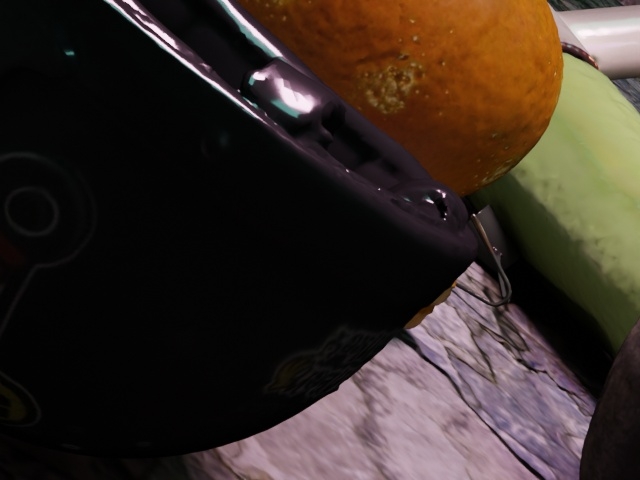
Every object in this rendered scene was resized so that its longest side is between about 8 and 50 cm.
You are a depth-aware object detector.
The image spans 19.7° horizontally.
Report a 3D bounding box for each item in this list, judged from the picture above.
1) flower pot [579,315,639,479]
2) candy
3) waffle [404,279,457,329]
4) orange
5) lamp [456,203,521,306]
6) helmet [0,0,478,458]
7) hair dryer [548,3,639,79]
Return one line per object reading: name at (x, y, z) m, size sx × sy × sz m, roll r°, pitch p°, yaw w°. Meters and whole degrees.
flower pot at (0.222, 0.099, 0.908) m, size 0.148 × 0.235 × 0.235 m, roll 26°, pitch 9°, yaw 27°
candy at (0.204, 0.005, 1.181) m, size 0.343 × 0.132 × 0.142 m, roll 53°, pitch -16°, yaw 39°
waffle at (0.000, 0.001, 0.920) m, size 0.102 × 0.042 × 0.148 m, roll 44°, pitch 17°, yaw 20°
orange at (0.031, -0.126, 1.084) m, size 0.237 × 0.179 × 0.158 m, roll 47°, pitch 4°, yaw 0°
lamp at (0.104, 0.011, 1.144) m, size 0.054 × 0.041 × 0.121 m, roll 50°, pitch 13°, yaw 3°
helmet at (-0.076, -0.021, 0.604) m, size 0.230 × 0.160 × 0.279 m, roll 42°, pitch 4°, yaw 13°
hair dryer at (0.239, -0.160, 1.478) m, size 0.362 × 0.128 × 0.203 m, roll -7°, pitch 36°, yaw -18°
